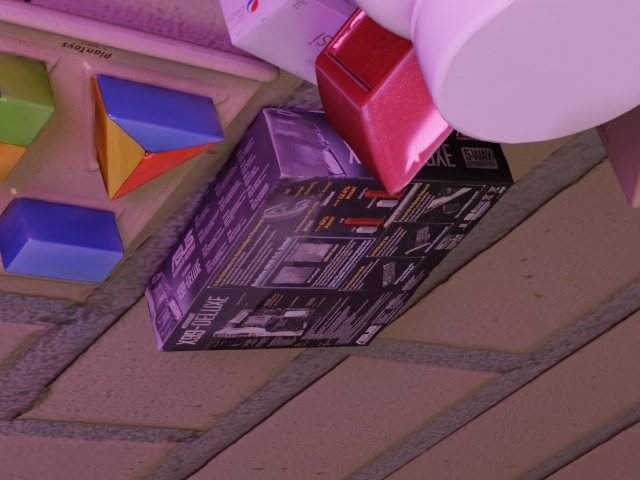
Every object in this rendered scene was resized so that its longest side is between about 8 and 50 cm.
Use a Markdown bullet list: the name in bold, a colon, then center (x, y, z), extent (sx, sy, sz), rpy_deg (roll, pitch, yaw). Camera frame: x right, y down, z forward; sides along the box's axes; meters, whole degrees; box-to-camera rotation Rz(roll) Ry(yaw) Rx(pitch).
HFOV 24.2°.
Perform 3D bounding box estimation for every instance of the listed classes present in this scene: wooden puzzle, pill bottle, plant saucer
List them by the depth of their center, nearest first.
- **pill bottle**: center (0.079, -0.225, 0.784), extent (0.188, 0.334, 0.188), rpy_deg (-13, 152, -7)
- **plant saucer**: center (0.090, -0.167, 0.970), extent (0.048, 0.259, 0.258), rpy_deg (38, 96, -17)
- **wooden puzzle**: center (-0.243, -0.052, 1.188), extent (0.322, 0.080, 0.348), rpy_deg (8, 143, -39)

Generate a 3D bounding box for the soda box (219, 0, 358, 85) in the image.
- **soda box**: center (0.018, -0.160, 1.142), extent (0.069, 0.074, 0.216), rpy_deg (-34, 147, 28)

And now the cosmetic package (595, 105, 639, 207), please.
- **cosmetic package**: center (0.285, -0.183, 1.123), extent (0.113, 0.160, 0.309), rpy_deg (-10, 144, -7)

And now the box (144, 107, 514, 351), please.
- **box**: center (0.000, 0.000, 1.415), extent (0.242, 0.076, 0.307), rpy_deg (1, 147, -29)
